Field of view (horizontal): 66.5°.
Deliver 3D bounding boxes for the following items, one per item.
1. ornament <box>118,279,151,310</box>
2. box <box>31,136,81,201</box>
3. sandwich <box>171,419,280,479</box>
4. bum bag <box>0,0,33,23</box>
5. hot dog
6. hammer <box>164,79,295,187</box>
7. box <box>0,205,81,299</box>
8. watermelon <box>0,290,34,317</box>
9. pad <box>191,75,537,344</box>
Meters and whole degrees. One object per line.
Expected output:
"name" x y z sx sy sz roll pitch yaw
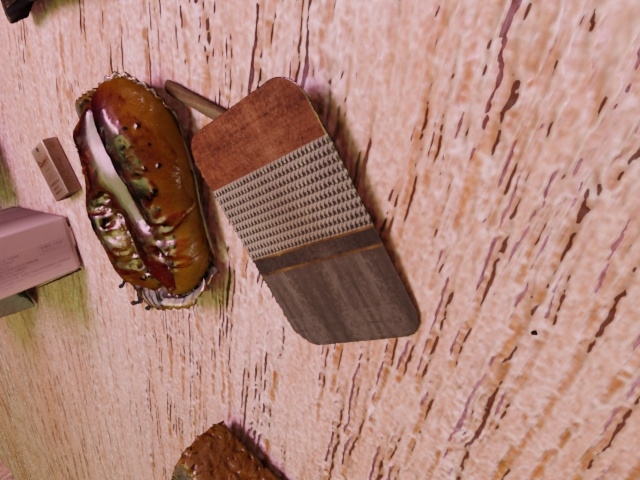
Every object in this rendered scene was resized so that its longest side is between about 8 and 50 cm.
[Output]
"ornament" -0.249 0.046 0.674 0.073 0.028 0.125 51 136 9
"box" -0.389 -0.104 0.718 0.053 0.024 0.083 -15 100 43
"sandwich" -0.094 0.428 0.687 0.301 0.099 0.271 39 131 18
"bum bag" -0.307 -0.307 0.514 0.248 0.069 0.102 5 130 40
"hot dog" -0.203 -0.046 0.546 0.163 0.082 0.270 4 115 34
"hammer" -0.088 -0.117 0.462 0.182 0.017 0.062 33 129 25
"box" -0.552 0.034 0.767 0.203 0.252 0.106 11 117 37
"watermelon" -0.768 0.103 0.918 0.388 0.258 0.228 24 171 -19
"pad" 0.018 -0.012 0.376 0.323 0.055 0.249 -6 115 61
